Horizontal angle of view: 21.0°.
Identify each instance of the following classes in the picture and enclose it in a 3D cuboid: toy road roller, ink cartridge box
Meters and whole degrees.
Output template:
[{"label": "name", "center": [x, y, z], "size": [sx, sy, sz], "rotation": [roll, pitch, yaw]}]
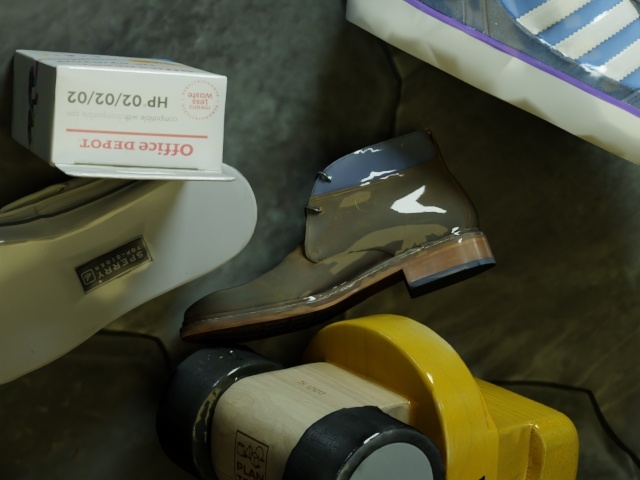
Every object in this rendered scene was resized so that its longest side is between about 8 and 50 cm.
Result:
[{"label": "toy road roller", "center": [0.043, 0.213, 1.153], "size": [0.240, 0.202, 0.330], "rotation": [-9, 108, -35]}, {"label": "ink cartridge box", "center": [-0.121, -0.078, 1.046], "size": [0.104, 0.181, 0.062], "rotation": [1, 100, -20]}]

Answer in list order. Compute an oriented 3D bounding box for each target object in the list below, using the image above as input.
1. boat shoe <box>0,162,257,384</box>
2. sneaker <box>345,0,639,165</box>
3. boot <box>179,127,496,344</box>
[{"label": "boat shoe", "center": [-0.173, 0.011, 1.094], "size": [0.267, 0.088, 0.096], "rotation": [-28, 112, -18]}, {"label": "sneaker", "center": [0.197, -0.189, 1.146], "size": [0.322, 0.130, 0.236], "rotation": [24, 98, -7]}, {"label": "boot", "center": [0.000, 0.000, 1.178], "size": [0.219, 0.082, 0.106], "rotation": [-15, 80, -7]}]
